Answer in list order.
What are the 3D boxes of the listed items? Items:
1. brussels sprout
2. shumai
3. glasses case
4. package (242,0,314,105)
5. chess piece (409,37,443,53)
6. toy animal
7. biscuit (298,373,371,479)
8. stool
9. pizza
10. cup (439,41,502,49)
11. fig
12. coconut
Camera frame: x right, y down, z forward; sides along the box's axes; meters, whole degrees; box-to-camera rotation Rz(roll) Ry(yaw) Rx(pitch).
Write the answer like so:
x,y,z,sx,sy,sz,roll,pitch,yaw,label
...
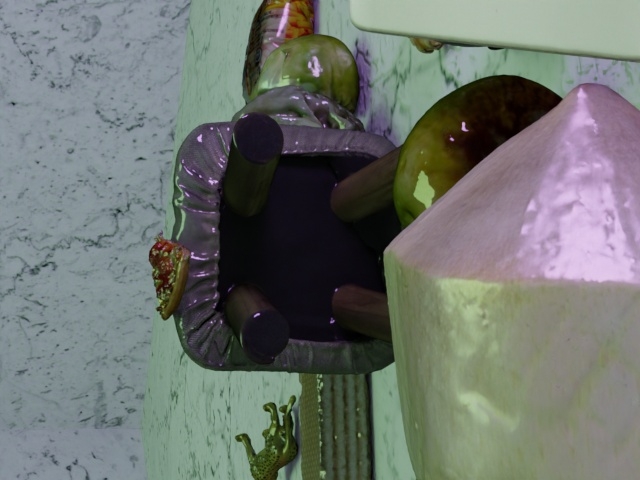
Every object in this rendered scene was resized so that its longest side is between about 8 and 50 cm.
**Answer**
x,y,z,sx,sy,sz,roll,pitch,yaw,label
-0.012,-0.238,1.902,0.152,0.149,0.122,-15,57,59,brussels sprout
-0.018,-0.062,1.803,0.260,0.225,0.222,74,172,-62,shumai
0.162,-0.220,1.064,0.313,0.070,0.131,13,104,40,glasses case
-0.071,-0.316,2.201,0.223,0.109,0.288,137,135,-67,package
0.114,-0.271,1.595,0.172,0.060,0.060,-119,34,-58,chess piece
-0.072,0.358,2.230,0.181,0.073,0.136,-53,44,45,toy animal
0.017,0.210,1.860,0.144,0.079,0.425,139,132,-71,biscuit
0.000,0.000,1.530,0.226,0.311,0.310,162,108,-67,stool
-0.179,0.048,1.522,0.100,0.029,0.099,-146,62,-61,pizza
0.154,-0.278,1.277,0.223,0.169,0.176,50,-142,-64,cup
0.156,-0.057,1.172,0.191,0.181,0.181,-48,-38,-78,fig
0.182,0.056,0.881,0.329,0.329,0.328,-178,90,-75,coconut
